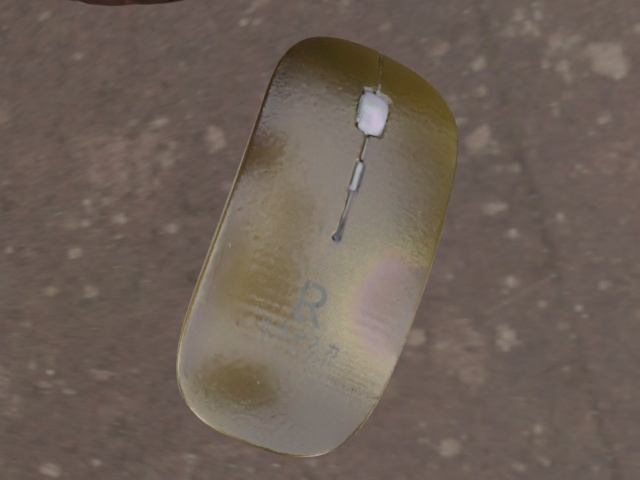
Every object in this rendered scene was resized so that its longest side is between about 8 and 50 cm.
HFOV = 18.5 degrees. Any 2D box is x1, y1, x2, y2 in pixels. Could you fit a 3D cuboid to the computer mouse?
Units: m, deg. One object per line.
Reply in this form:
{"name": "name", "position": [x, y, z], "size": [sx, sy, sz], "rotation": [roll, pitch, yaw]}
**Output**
{"name": "computer mouse", "position": [0.000, 0.000, 1.118], "size": [0.126, 0.056, 0.245], "rotation": [24, 74, -15]}

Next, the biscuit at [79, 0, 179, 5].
{"name": "biscuit", "position": [-0.112, -0.278, 0.880], "size": [0.407, 0.407, 0.091], "rotation": [34, 34, -17]}
